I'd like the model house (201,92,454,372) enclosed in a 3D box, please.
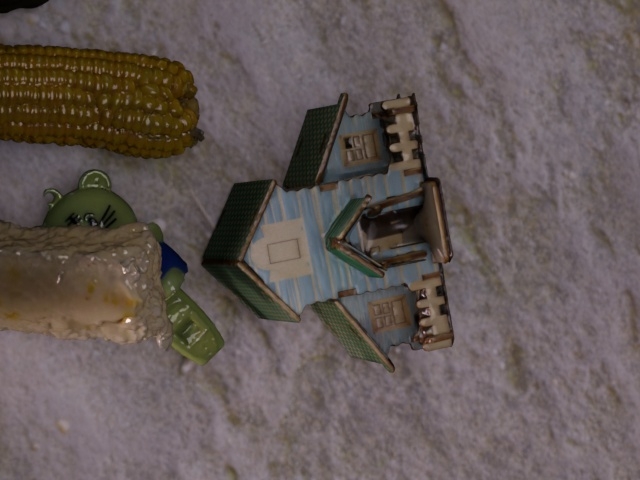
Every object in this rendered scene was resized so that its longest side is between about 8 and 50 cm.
[{"bbox_3d":[0.000,0.000,1.877,0.206,0.178,0.271,-10,96,-16],"label":"model house"}]

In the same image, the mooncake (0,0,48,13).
[{"bbox_3d":[-0.293,-0.326,1.805,0.228,0.124,0.228,1,88,-19],"label":"mooncake"}]

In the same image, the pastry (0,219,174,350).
[{"bbox_3d":[-0.259,0.027,1.780,0.258,0.089,0.121,9,112,8],"label":"pastry"}]

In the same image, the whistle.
[{"bbox_3d":[-0.180,0.033,1.860,0.105,0.085,0.227,-45,103,-4],"label":"whistle"}]

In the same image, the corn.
[{"bbox_3d":[-0.263,-0.135,1.826,0.313,0.102,0.102,5,88,-18],"label":"corn"}]
